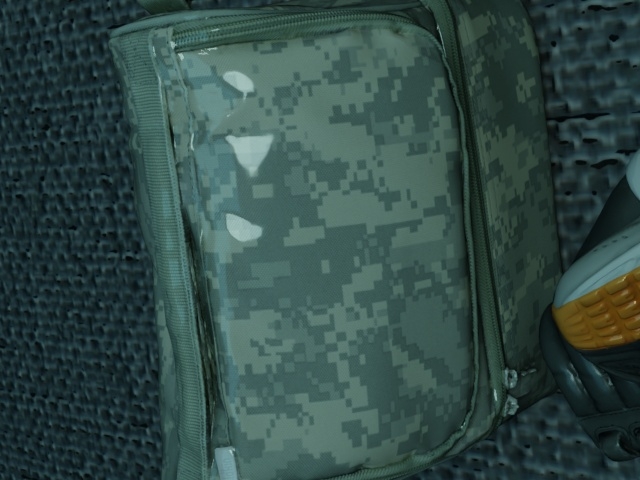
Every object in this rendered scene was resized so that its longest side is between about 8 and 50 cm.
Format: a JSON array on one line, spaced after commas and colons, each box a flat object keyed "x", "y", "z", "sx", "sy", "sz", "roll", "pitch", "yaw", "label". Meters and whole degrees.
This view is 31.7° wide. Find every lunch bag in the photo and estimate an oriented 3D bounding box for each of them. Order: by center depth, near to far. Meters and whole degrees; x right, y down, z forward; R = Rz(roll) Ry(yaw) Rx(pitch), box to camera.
[{"x": 0.000, "y": 0.000, "z": 0.681, "sx": 0.213, "sy": 0.256, "sz": 0.305, "roll": 1, "pitch": 101, "yaw": 42, "label": "lunch bag"}]

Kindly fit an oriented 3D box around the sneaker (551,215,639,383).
[{"x": 0.229, "y": -0.025, "z": 0.537, "sx": 0.263, "sy": 0.121, "sz": 0.099, "roll": -25, "pitch": 125, "yaw": 9, "label": "sneaker"}]

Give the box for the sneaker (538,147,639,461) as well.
[{"x": 0.237, "y": 0.098, "z": 0.607, "sx": 0.295, "sy": 0.105, "sz": 0.147, "roll": 53, "pitch": 130, "yaw": 26, "label": "sneaker"}]
